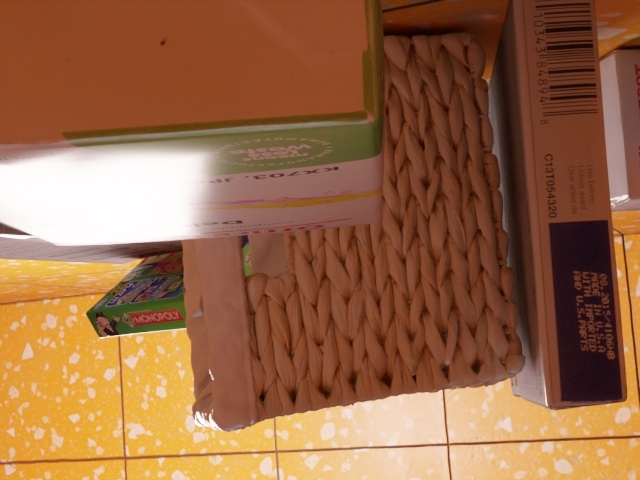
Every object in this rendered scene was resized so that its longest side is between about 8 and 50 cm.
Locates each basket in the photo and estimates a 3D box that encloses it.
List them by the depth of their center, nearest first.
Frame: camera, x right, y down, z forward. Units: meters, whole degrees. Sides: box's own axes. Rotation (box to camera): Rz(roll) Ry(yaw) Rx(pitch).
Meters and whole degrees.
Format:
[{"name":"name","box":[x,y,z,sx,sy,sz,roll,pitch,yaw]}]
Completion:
[{"name":"basket","box":[0.000,0.000,1.032,0.266,0.328,0.331,-5,173,-11]}]

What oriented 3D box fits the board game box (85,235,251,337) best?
[{"name":"board game box","box":[-0.152,0.017,1.521,0.213,0.046,0.317,-11,-153,39]}]

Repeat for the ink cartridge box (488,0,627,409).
[{"name":"ink cartridge box","box":[0.198,-0.022,0.958,0.071,0.324,0.330,-4,173,6]}]

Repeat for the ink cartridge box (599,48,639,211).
[{"name":"ink cartridge box","box":[0.372,-0.109,1.074,0.203,0.148,0.086,-4,175,-9]}]

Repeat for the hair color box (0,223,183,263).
[{"name":"hair color box","box":[-0.332,-0.041,1.381,0.185,0.114,0.374,-10,171,37]}]

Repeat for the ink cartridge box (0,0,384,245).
[{"name":"ink cartridge box","box":[-0.070,-0.069,0.555,0.207,0.119,0.353,-4,174,3]}]
